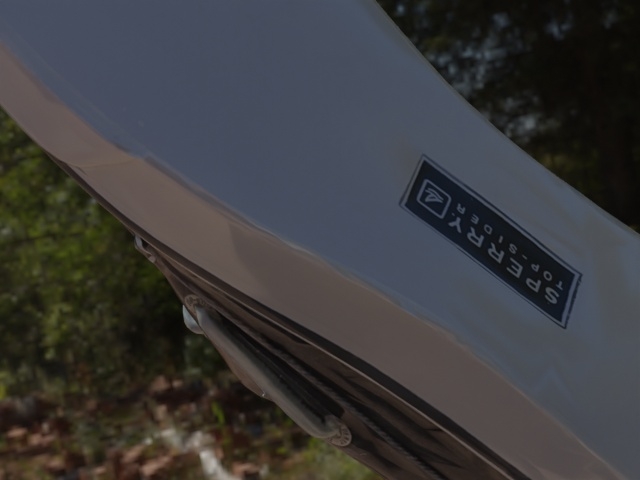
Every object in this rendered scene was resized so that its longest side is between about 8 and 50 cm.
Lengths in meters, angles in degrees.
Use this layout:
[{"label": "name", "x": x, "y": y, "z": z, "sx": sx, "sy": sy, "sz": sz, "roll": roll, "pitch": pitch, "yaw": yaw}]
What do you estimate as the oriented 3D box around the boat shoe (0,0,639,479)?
[{"label": "boat shoe", "x": 0.000, "y": 0.000, "z": 0.386, "sx": 0.102, "sy": 0.301, "sz": 0.108, "roll": -45, "pitch": 12, "yaw": 49}]
